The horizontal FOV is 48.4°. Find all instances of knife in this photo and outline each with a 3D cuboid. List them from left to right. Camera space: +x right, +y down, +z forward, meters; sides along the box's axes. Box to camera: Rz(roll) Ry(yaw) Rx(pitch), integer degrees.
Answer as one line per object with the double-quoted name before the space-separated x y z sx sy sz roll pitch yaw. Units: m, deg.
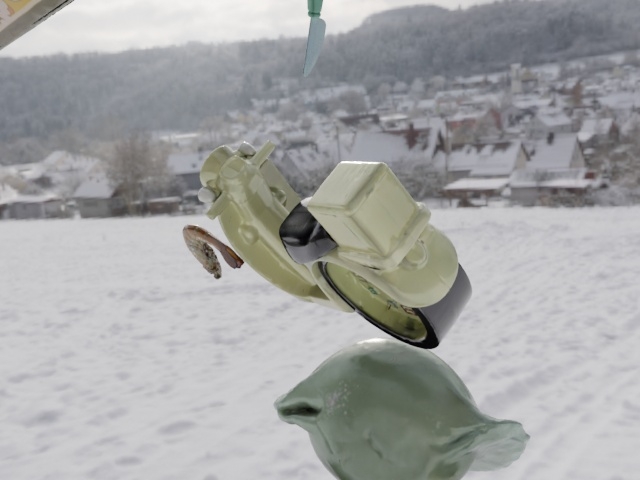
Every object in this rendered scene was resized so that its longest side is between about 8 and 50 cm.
"knife" -0.012 -0.528 1.741 0.063 0.260 0.034 -23 45 -35

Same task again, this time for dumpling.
"dumpling" 0.095 0.274 1.024 0.211 0.270 0.320 -29 50 -31

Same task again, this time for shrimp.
"shrimp" -0.136 0.024 0.930 0.091 0.127 0.025 26 65 21

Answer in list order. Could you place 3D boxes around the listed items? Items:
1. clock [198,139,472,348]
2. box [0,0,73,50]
"clock" 0.000 0.000 0.840 0.379 0.276 0.120 10 57 51
"box" -0.358 -0.351 0.588 0.420 0.138 0.373 -5 -30 45
